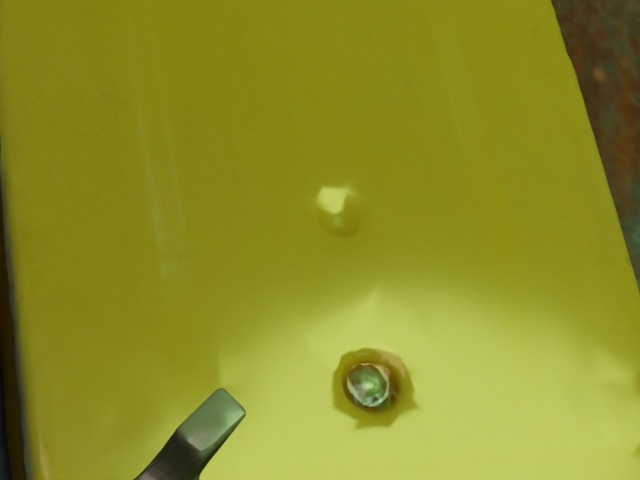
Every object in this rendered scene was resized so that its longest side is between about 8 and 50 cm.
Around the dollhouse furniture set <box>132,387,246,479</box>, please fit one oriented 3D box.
[{"bbox_3d":[0.020,0.260,0.474,0.374,0.152,0.201,42,57,9],"label":"dollhouse furniture set"}]

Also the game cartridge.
[{"bbox_3d":[0.000,0.000,0.663,0.285,0.052,0.323,0,61,-21],"label":"game cartridge"}]
